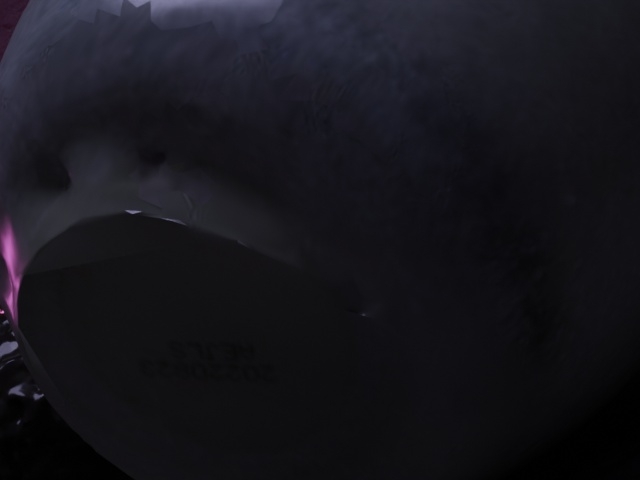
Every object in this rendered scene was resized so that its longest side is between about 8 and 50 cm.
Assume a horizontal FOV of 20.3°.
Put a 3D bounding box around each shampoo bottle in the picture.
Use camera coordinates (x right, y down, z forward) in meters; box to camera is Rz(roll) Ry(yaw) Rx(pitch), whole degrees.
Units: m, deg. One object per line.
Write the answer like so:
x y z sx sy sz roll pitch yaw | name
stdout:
0.017 -0.041 0.809 0.322 0.322 0.317 -21 14 37 | shampoo bottle

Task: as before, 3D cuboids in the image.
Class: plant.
-0.214 0.135 1.064 0.275 0.146 0.149 -26 9 7 | plant

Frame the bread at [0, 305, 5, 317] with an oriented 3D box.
-0.148 0.046 1.269 0.171 0.192 0.314 -6 13 -9 | bread
